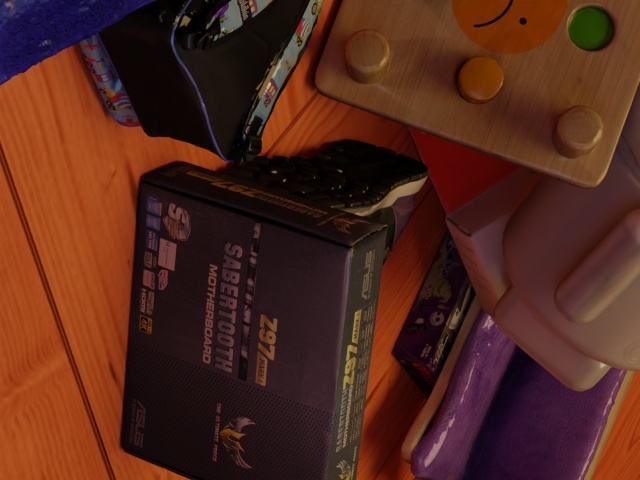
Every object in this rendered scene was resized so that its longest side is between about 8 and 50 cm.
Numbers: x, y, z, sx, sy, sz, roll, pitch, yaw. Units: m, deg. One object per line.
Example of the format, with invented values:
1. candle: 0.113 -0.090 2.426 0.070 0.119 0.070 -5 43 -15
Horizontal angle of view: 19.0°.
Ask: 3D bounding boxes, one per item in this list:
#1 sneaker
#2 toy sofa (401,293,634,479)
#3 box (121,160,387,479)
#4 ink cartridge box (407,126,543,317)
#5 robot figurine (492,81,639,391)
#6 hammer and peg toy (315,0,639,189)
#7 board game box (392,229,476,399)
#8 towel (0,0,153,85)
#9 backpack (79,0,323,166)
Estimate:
1. sneaker: 0.000 0.000 1.569 0.283 0.107 0.124 -14 124 -61
2. toy sofa: 0.229 0.128 1.939 0.362 0.150 0.177 -64 153 -18
3. box: -0.053 0.076 1.415 0.059 0.183 0.232 -30 132 -55
4. ink cartridge box: 0.242 -0.081 1.833 0.275 0.060 0.239 -33 124 -11
5. robot figurine: 0.299 -0.025 1.691 0.353 0.200 0.300 -55 174 35
6. hammer and peg toy: 0.165 -0.250 1.590 0.127 0.266 0.361 76 33 -83
7. board game box: 0.189 0.010 2.010 0.347 0.056 0.208 -65 157 -15
8. towel: -0.090 -0.219 1.104 0.308 0.076 0.227 -31 153 -17
9. backpack: -0.071 -0.164 1.304 0.173 0.117 0.158 -59 151 -25
